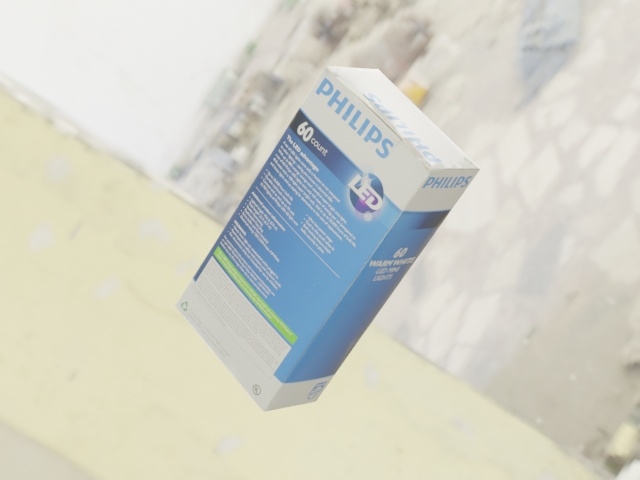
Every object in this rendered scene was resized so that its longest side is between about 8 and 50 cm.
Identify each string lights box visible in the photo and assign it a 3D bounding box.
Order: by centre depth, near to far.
[{"bbox_3d":[0.000,0.000,1.277,0.133,0.077,0.259,48,118,26],"label":"string lights box"}]
